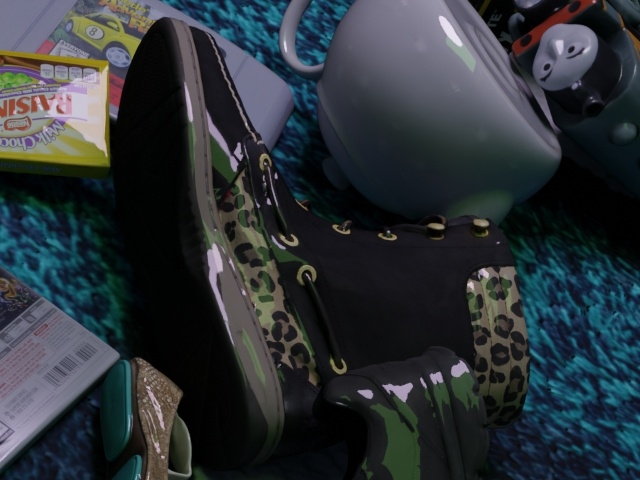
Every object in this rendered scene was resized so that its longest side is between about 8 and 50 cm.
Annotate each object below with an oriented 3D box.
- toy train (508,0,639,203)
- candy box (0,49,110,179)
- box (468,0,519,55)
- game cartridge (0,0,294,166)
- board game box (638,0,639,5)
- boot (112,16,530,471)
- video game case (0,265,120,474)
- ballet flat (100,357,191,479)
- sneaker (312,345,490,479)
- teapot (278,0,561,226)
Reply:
[{"bbox_3d":[0.305,-0.127,1.840,0.334,0.142,0.190,38,28,-37],"label":"toy train"},{"bbox_3d":[-0.273,-0.107,1.560,0.206,0.027,0.105,4,64,-16],"label":"candy box"},{"bbox_3d":[0.135,-0.358,1.959,0.079,0.257,0.322,0,47,-33],"label":"box"},{"bbox_3d":[-0.173,-0.146,1.695,0.294,0.060,0.196,27,34,-3],"label":"game cartridge"},{"bbox_3d":[0.297,-0.244,1.988,0.160,0.210,0.047,30,78,0],"label":"board game box"},{"bbox_3d":[0.000,0.000,1.541,0.284,0.138,0.377,1,58,-31],"label":"boot"},{"bbox_3d":[-0.265,0.085,1.401,0.173,0.022,0.190,36,39,8],"label":"video game case"},{"bbox_3d":[-0.121,0.168,1.363,0.067,0.073,0.206,26,40,-23],"label":"ballet flat"},{"bbox_3d":[0.067,0.219,1.374,0.130,0.109,0.286,-5,66,-23],"label":"sneaker"},{"bbox_3d":[0.080,-0.114,1.720,0.252,0.187,0.256,51,15,-19],"label":"teapot"}]
